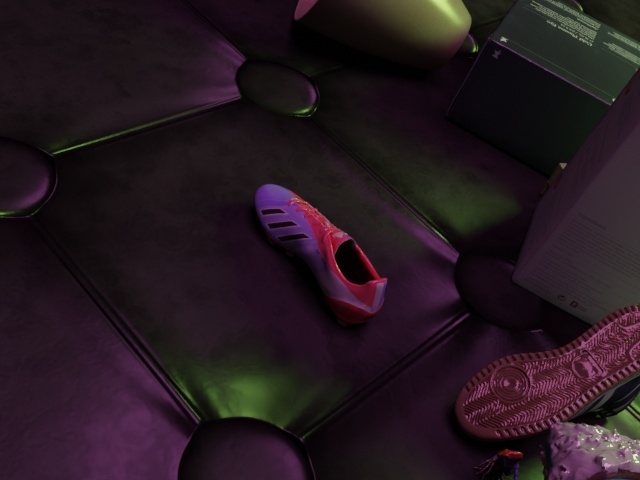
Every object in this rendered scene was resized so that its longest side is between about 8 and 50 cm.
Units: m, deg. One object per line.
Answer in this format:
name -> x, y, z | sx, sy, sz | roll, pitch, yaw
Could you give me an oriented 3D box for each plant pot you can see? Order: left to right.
plant pot -> 0.135, -0.440, 1.384 | 0.274, 0.256, 0.256 | 29, 41, -19

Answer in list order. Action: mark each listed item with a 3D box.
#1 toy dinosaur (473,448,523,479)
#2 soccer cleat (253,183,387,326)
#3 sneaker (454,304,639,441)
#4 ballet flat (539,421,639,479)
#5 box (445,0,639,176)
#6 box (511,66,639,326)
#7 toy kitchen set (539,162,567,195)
toy dinosaur -> 0.205, 0.245, 0.847 | 0.047, 0.082, 0.090 | 26, 42, 2
soccer cleat -> 0.000, 0.000, 0.981 | 0.083, 0.095, 0.248 | -17, 58, -36
sneaker -> 0.302, 0.190, 0.949 | 0.282, 0.153, 0.099 | -24, 60, -4
ballet flat -> 0.428, 0.293, 0.857 | 0.409, 0.147, 0.147 | 23, 43, -15
box -> 0.457, -0.278, 1.397 | 0.343, 0.179, 0.312 | 31, 43, 7
box -> 0.447, -0.071, 1.071 | 0.168, 0.345, 0.215 | 29, 44, 4
toy kitchen set -> 0.434, -0.080, 1.269 | 0.083, 0.075, 0.068 | -2, 51, -21
